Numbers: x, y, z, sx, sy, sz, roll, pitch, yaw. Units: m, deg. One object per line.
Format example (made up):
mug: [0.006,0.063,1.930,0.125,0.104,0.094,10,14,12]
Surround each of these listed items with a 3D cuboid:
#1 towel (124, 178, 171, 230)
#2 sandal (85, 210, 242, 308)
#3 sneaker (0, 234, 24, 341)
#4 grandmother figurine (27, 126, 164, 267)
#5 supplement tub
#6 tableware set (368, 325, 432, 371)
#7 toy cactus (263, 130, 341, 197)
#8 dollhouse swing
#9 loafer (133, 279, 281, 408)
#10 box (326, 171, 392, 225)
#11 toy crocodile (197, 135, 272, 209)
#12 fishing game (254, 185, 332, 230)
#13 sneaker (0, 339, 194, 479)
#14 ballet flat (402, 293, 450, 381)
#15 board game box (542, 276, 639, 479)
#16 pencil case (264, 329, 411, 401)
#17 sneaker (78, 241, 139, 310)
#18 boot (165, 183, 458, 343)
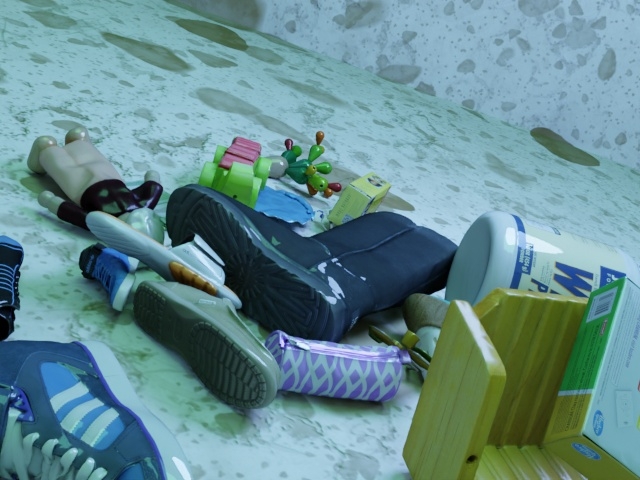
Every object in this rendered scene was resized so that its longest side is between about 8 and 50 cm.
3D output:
towel: [-0.295,-0.068,1.578,0.152,0.023,0.113,32,27,25]
sandal: [-0.210,0.014,1.268,0.265,0.076,0.102,36,-24,-24]
sneaker: [-0.416,0.076,1.103,0.090,0.081,0.232,22,30,-3]
grandmother figurine: [-0.357,-0.071,1.454,0.207,0.104,0.342,-26,47,-23]
supplement tub: [0.403,0.099,1.513,0.324,0.236,0.235,16,23,-9]
tableware set: [0.122,0.155,1.298,0.104,0.024,0.154,40,-12,-3]
toy cactus: [-0.054,-0.168,1.918,0.180,0.112,0.219,-1,38,-21]
dollhouse swing: [0.336,0.267,1.064,0.346,0.315,0.305,8,15,-27]
loafer: [-0.142,0.125,1.180,0.268,0.102,0.092,34,33,30]
box: [0.084,-0.082,1.799,0.058,0.087,0.232,33,16,7]
toy crocodile: [-0.154,-0.138,1.644,0.115,0.105,0.340,18,20,-3]
fishing game: [-0.100,-0.069,1.723,0.264,0.041,0.189,16,19,-10]
sneaker: [-0.282,0.216,0.844,0.236,0.130,0.323,-3,33,-36]
ballet flat: [0.236,0.204,1.340,0.342,0.116,0.124,37,47,25]
board game box: [0.436,0.233,1.062,0.316,0.064,0.242,39,54,-10]
pencil case: [0.016,0.173,1.220,0.206,0.088,0.086,10,33,-24]
sneaker: [-0.312,0.049,1.258,0.084,0.058,0.152,21,18,-14]
boot: [0.001,0.002,1.502,0.367,0.146,0.445,40,32,18]
